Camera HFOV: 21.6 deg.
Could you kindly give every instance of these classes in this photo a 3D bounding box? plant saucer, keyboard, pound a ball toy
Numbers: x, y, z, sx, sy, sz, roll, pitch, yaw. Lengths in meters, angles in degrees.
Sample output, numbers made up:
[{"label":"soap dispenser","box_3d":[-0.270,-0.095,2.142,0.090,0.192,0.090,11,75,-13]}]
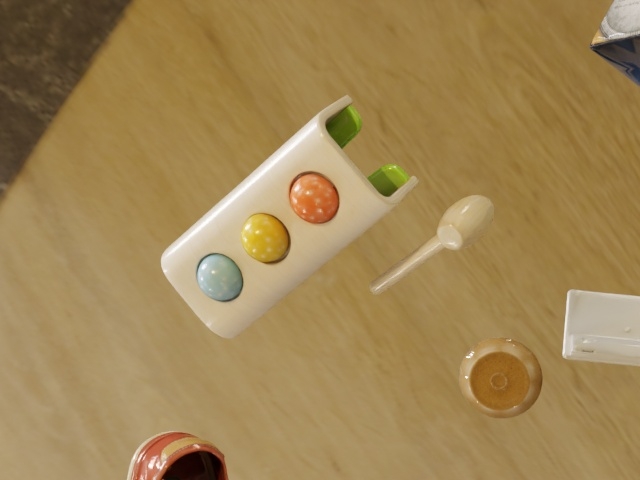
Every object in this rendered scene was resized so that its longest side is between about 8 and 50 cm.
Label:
[{"label":"plant saucer","box_3d":[0.179,0.139,1.667,0.083,0.015,0.083,2,99,11]},{"label":"keyboard","box_3d":[0.346,0.086,1.489,0.256,0.014,0.072,5,52,7]},{"label":"pound a ball toy","box_3d":[0.000,0.000,1.800,0.319,0.136,0.208,-39,91,33]}]

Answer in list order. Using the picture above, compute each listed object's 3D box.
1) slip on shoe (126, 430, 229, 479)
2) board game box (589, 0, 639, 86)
[{"label":"slip on shoe","box_3d":[-0.117,0.337,1.534,0.123,0.101,0.331,-1,78,-23]},{"label":"board game box","box_3d":[0.206,-0.134,0.561,0.042,0.243,0.165,35,77,-19]}]
